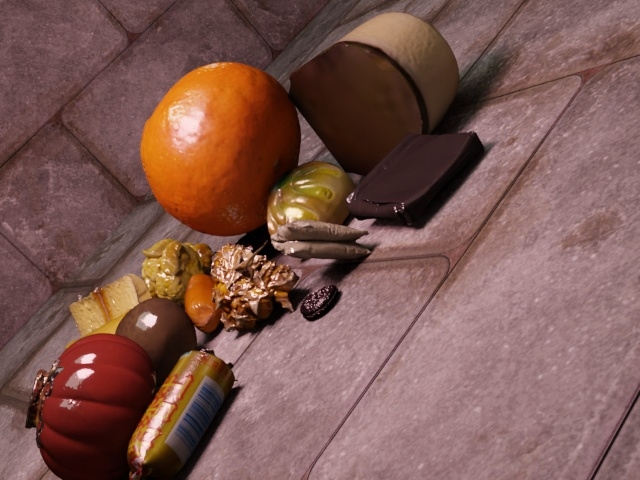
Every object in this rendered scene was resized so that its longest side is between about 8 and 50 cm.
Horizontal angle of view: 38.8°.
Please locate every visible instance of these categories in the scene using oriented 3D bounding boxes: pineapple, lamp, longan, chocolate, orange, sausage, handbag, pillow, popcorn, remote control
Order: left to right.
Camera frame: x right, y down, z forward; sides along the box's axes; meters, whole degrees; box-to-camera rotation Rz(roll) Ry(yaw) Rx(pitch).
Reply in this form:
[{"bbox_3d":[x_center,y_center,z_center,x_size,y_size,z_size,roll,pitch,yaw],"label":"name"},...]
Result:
[{"bbox_3d":[-0.437,0.332,1.782,0.303,0.256,0.303,-169,90,-78],"label":"lamp"},{"bbox_3d":[-0.363,0.226,2.001,0.212,0.198,0.198,-41,15,42],"label":"longan"},{"bbox_3d":[-0.281,0.350,1.677,0.125,0.117,0.317,-34,19,48],"label":"sausage"},{"bbox_3d":[-0.365,0.078,2.372,0.173,0.168,0.195,-43,-21,30],"label":"popcorn"},{"bbox_3d":[-0.274,0.144,2.129,0.098,0.098,0.238,-40,17,6],"label":"sausage"},{"bbox_3d":[-0.234,-0.215,2.146,0.326,0.424,0.424,15,48,20],"label":"orange"},{"bbox_3d":[-0.177,0.102,1.941,0.161,0.158,0.334,-49,21,-19],"label":"pineapple"},{"bbox_3d":[-0.097,-0.039,2.234,0.398,0.062,0.144,-41,20,-3],"label":"remote control"},{"bbox_3d":[0.000,0.000,1.833,0.134,0.181,0.078,175,97,-71],"label":"pillow"},{"bbox_3d":[0.155,-0.355,2.090,0.326,0.314,0.297,-27,15,45],"label":"chocolate"},{"bbox_3d":[0.193,-0.124,1.848,0.247,0.080,0.223,-46,27,-18],"label":"handbag"}]

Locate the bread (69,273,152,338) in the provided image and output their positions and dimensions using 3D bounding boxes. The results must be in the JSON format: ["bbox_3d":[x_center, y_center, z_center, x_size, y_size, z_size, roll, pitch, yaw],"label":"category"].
[{"bbox_3d":[-0.555,0.213,2.504,0.266,0.141,0.178,-27,65,34],"label":"bread"}]

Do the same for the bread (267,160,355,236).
[{"bbox_3d":[-0.010,-0.095,2.052,0.156,0.158,0.261,-24,28,34],"label":"bread"}]

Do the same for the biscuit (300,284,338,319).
[{"bbox_3d":[-0.003,0.118,1.773,0.087,0.027,0.089,-47,20,-12],"label":"biscuit"}]

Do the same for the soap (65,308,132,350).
[{"bbox_3d":[-0.522,0.289,2.275,0.427,0.115,0.306,-25,22,39],"label":"soap"}]
